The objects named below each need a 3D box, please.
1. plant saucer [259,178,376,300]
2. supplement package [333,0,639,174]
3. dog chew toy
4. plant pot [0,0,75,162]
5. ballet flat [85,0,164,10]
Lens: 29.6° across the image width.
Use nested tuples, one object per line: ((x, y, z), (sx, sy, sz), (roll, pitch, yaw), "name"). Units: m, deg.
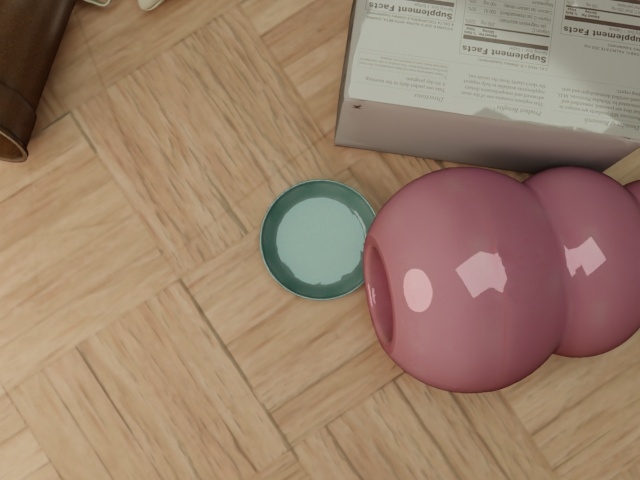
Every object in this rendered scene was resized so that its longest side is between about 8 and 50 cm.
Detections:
((0.000, 0.000, 1.188), (0.119, 0.021, 0.119), (0, 86, -1), "plant saucer")
((0.153, -0.156, 1.115), (0.262, 0.204, 0.145), (9, 83, -1), "supplement package")
((0.212, 0.022, 1.112), (0.332, 0.206, 0.206), (-10, 85, -11), "dog chew toy")
((-0.319, -0.182, 1.134), (0.167, 0.167, 0.165), (22, 76, 0), "plant pot")
((-0.197, -0.268, 1.188), (0.222, 0.077, 0.079), (6, 103, 4), "ballet flat")
